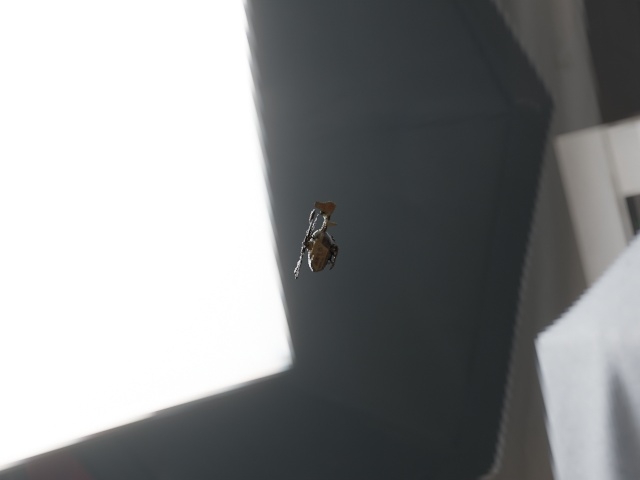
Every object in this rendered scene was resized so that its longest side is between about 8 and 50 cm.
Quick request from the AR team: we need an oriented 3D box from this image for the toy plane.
[{"bbox_3d":[0.000,0.000,1.984,0.049,0.121,0.031,9,27,-19],"label":"toy plane"}]
